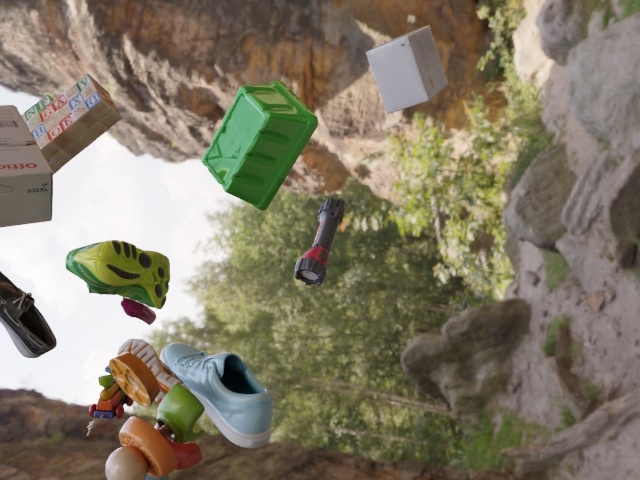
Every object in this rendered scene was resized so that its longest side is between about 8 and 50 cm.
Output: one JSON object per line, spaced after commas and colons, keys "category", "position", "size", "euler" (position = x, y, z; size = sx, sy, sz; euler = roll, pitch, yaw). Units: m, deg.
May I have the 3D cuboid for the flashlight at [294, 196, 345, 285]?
{"category": "flashlight", "position": [0.000, 0.000, 2.085], "size": [0.103, 0.103, 0.304], "euler": [91, -167, -54]}

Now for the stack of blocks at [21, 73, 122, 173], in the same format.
{"category": "stack of blocks", "position": [-0.690, -0.304, 1.690], "size": [0.171, 0.297, 0.087], "euler": [55, -175, 33]}

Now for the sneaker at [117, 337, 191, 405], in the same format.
{"category": "sneaker", "position": [-0.346, 0.291, 1.336], "size": [0.084, 0.215, 0.083], "euler": [-44, -21, -14]}

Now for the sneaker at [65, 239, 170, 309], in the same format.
{"category": "sneaker", "position": [-0.377, 0.060, 1.223], "size": [0.295, 0.124, 0.109], "euler": [57, -142, -68]}

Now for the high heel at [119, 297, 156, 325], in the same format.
{"category": "high heel", "position": [-0.565, 0.168, 1.870], "size": [0.082, 0.117, 0.244], "euler": [-47, 34, -4]}

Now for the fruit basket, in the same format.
{"category": "fruit basket", "position": [-0.156, -0.311, 2.047], "size": [0.283, 0.392, 0.392], "euler": [49, 157, 30]}

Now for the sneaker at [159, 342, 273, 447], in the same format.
{"category": "sneaker", "position": [-0.224, 0.295, 1.416], "size": [0.135, 0.366, 0.150], "euler": [-8, -62, -49]}

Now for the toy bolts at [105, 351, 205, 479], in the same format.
{"category": "toy bolts", "position": [-0.301, 0.322, 1.018], "size": [0.158, 0.218, 0.228], "euler": [-40, -30, -37]}

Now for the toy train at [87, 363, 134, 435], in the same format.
{"category": "toy train", "position": [-0.670, 0.486, 1.985], "size": [0.248, 0.105, 0.143], "euler": [-69, -20, -79]}

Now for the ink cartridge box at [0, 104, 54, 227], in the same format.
{"category": "ink cartridge box", "position": [-0.715, -0.157, 1.331], "size": [0.307, 0.223, 0.129], "euler": [46, 134, 38]}

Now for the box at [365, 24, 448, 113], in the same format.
{"category": "box", "position": [0.177, -0.344, 1.275], "size": [0.170, 0.091, 0.130], "euler": [-45, -63, -56]}

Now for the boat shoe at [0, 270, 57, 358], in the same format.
{"category": "boat shoe", "position": [-0.900, 0.199, 1.901], "size": [0.335, 0.119, 0.121], "euler": [62, -159, -22]}
